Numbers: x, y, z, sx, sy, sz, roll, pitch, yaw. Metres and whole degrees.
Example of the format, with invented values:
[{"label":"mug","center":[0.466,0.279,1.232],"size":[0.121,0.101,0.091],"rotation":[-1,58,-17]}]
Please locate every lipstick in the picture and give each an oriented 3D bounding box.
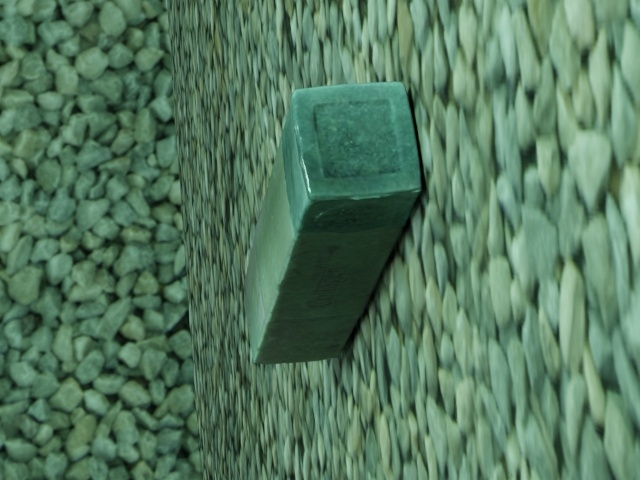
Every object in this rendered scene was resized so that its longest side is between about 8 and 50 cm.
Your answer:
[{"label":"lipstick","center":[0.000,0.000,1.172],"size":[0.317,0.066,0.068],"rotation":[110,153,-68]}]
